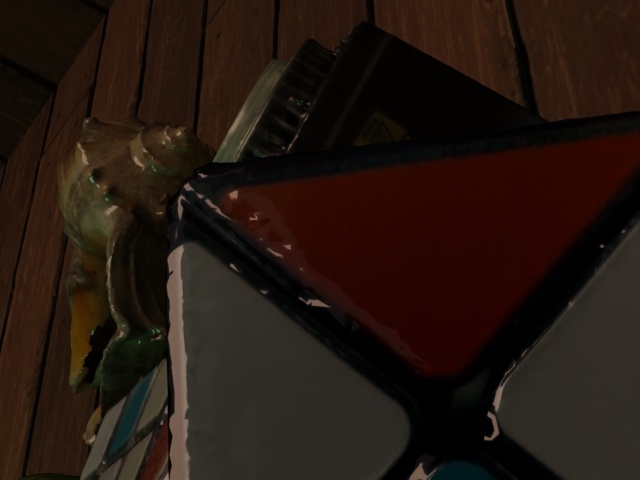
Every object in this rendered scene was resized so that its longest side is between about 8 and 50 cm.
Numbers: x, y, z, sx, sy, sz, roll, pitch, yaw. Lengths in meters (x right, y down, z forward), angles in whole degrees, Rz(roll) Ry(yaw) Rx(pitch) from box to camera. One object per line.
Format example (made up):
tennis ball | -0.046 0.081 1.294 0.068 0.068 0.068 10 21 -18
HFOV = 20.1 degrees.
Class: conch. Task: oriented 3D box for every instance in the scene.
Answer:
conch | -0.151 0.052 1.754 0.297 0.210 0.352 -91 2 -52

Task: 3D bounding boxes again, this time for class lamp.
lamp | 0.060 -0.009 1.161 0.205 0.272 0.374 -62 19 2

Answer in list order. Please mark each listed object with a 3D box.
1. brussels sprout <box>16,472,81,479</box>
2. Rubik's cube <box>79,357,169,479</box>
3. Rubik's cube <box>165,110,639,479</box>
brussels sprout | -0.243 0.327 1.586 0.244 0.244 0.244 -50 22 29
Rubik's cube | -0.021 0.220 1.035 0.253 0.259 0.256 -40 26 59
Rubik's cube | 0.080 0.106 0.785 0.248 0.250 0.246 55 -151 -66
